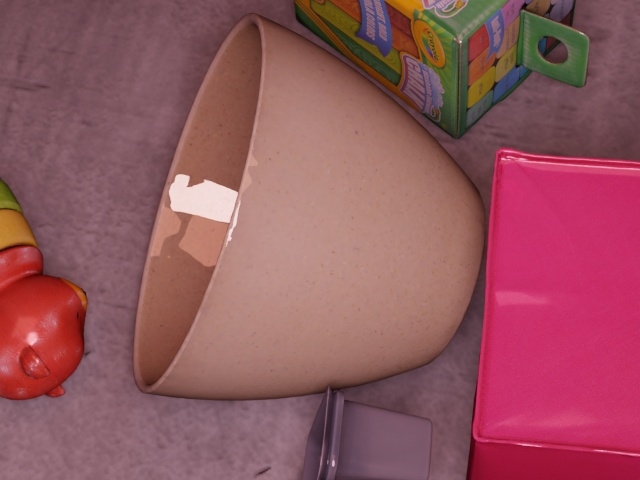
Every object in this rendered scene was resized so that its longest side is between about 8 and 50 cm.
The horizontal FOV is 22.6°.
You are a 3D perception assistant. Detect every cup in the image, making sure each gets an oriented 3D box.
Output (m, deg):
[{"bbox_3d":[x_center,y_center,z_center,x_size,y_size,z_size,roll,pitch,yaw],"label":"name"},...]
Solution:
[{"bbox_3d":[0.000,0.000,1.374,0.237,0.331,0.331,17,62,-15],"label":"cup"}]

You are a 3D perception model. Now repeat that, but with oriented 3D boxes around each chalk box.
[{"bbox_3d":[0.130,-0.236,1.534,0.289,0.180,0.179,39,71,22],"label":"chalk box"}]

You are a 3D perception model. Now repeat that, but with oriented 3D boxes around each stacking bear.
[{"bbox_3d":[-0.319,0.019,1.451,0.164,0.175,0.289,-36,74,-17],"label":"stacking bear"}]

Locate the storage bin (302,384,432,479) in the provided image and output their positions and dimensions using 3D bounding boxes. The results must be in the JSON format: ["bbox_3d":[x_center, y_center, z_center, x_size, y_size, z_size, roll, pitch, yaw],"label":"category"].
[{"bbox_3d":[0.037,0.188,1.303,0.091,0.135,0.098,9,60,-4],"label":"storage bin"}]

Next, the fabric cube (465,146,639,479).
[{"bbox_3d":[0.253,0.100,1.308,0.254,0.258,0.259,5,63,8],"label":"fabric cube"}]
